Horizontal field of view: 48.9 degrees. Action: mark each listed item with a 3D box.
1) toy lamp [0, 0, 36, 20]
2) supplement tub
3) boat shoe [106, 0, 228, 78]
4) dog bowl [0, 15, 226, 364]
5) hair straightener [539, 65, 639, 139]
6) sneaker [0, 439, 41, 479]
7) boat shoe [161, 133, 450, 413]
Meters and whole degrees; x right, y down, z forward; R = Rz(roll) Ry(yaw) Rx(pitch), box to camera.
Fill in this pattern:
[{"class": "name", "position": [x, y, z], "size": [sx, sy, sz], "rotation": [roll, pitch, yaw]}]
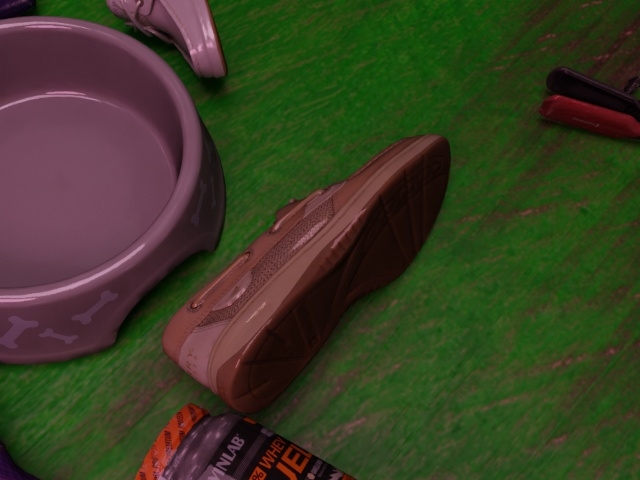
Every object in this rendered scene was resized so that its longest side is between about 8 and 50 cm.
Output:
[{"class": "toy lamp", "position": [-0.454, -0.244, 0.766], "size": [0.274, 0.080, 0.080], "rotation": [-19, 68, -8]}, {"class": "supplement tub", "position": [-0.046, 0.214, 0.554], "size": [0.190, 0.117, 0.117], "rotation": [27, 67, 9]}, {"class": "boat shoe", "position": [-0.188, -0.269, 0.782], "size": [0.096, 0.098, 0.277], "rotation": [-25, 60, -12]}, {"class": "dog bowl", "position": [-0.264, -0.064, 0.667], "size": [0.348, 0.102, 0.349], "rotation": [2, 63, -5]}, {"class": "hair straightener", "position": [0.361, -0.150, 0.775], "size": [0.230, 0.047, 0.089], "rotation": [15, 66, 4]}, {"class": "sneaker", "position": [-0.318, 0.142, 0.582], "size": [0.236, 0.095, 0.105], "rotation": [29, 73, 11]}, {"class": "boat shoe", "position": [0.000, 0.000, 0.651], "size": [0.110, 0.122, 0.341], "rotation": [25, 53, 33]}]
